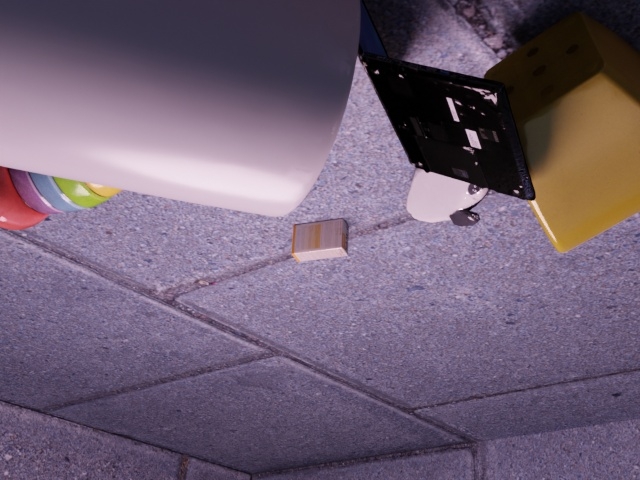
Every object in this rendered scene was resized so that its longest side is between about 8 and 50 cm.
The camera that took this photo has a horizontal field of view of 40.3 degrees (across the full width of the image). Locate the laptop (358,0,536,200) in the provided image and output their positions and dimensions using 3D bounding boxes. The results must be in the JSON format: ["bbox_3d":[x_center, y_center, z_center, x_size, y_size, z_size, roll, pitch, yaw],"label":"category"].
[{"bbox_3d":[0.138,-0.188,1.023,0.264,0.136,0.234,20,163,30],"label":"laptop"}]

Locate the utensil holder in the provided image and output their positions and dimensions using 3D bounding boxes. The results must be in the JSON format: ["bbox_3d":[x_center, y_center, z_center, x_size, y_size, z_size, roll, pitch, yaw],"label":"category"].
[{"bbox_3d":[-0.192,-0.209,0.930,0.386,0.327,0.327,11,151,-20],"label":"utensil holder"}]

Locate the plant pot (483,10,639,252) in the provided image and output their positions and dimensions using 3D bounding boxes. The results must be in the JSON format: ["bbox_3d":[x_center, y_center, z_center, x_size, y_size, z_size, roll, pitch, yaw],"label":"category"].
[{"bbox_3d":[0.322,-0.153,1.094,0.212,0.212,0.187,-33,124,26],"label":"plant pot"}]

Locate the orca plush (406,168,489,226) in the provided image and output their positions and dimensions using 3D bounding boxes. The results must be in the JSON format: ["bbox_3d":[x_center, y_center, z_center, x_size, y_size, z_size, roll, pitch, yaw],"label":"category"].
[{"bbox_3d":[0.226,-0.127,1.339,0.151,0.102,0.287,43,148,21],"label":"orca plush"}]

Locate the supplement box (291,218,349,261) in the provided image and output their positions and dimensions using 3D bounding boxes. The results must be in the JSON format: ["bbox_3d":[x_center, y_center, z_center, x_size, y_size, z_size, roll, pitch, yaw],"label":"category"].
[{"bbox_3d":[0.000,0.000,1.589,0.098,0.062,0.036,-7,150,19],"label":"supplement box"}]

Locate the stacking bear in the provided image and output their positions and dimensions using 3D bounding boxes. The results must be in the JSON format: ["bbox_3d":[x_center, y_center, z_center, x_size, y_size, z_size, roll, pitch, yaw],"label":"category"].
[{"bbox_3d":[-0.332,-0.132,1.274,0.289,0.175,0.164,-16,166,16],"label":"stacking bear"}]
